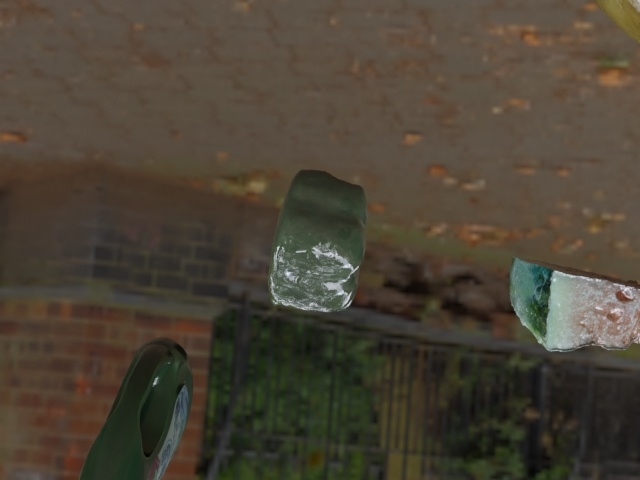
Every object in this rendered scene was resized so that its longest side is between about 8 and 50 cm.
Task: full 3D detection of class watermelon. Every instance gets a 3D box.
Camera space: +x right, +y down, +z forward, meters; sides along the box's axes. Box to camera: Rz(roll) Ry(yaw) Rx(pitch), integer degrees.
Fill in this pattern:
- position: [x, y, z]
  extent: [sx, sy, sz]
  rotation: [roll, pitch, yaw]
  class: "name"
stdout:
- position: [0.343, 0.077, 1.760]
  extent: [0.241, 0.094, 0.154]
  rotation: [9, -168, -15]
  class: "watermelon"

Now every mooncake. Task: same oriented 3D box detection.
- position: [0.000, 0.000, 1.658]
  extent: [0.104, 0.168, 0.175]
  rotation: [6, -168, 3]
  class: "mooncake"

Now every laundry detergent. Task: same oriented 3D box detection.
- position: [-0.166, 0.179, 1.277]
  extent: [0.063, 0.137, 0.211]
  rotation: [15, -152, 5]
  class: "laundry detergent"

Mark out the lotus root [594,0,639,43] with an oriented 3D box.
- position: [0.309, -0.258, 1.265]
  extent: [0.183, 0.182, 0.310]
  rotation: [9, -155, -34]
  class: "lotus root"
